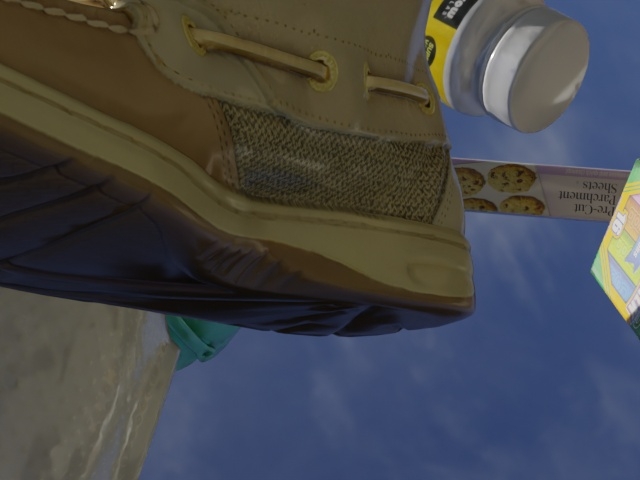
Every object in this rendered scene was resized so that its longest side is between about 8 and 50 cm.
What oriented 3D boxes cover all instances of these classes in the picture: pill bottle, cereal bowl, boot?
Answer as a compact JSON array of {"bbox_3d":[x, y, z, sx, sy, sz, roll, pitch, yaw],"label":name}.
[{"bbox_3d":[0.114,-0.176,1.279,0.208,0.119,0.119,33,-156,35],"label":"pill bottle"},{"bbox_3d":[-0.199,0.138,1.183,0.141,0.339,0.339,19,-140,-2],"label":"cereal bowl"},{"bbox_3d":[-0.045,-0.089,0.414,0.262,0.095,0.204,16,-110,-49],"label":"boot"}]

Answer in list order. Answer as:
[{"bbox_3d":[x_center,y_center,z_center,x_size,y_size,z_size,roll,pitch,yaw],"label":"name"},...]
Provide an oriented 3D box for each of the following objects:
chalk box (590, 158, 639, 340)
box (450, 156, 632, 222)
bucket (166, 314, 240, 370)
[{"bbox_3d":[0.359,0.030,1.416,0.132,0.132,0.213,14,-160,-15],"label":"chalk box"},{"bbox_3d":[0.234,-0.061,1.828,0.063,0.324,0.067,3,-87,-74],"label":"box"},{"bbox_3d":[-0.145,-0.031,1.483,0.281,0.183,0.281,18,-127,-25],"label":"bucket"}]
